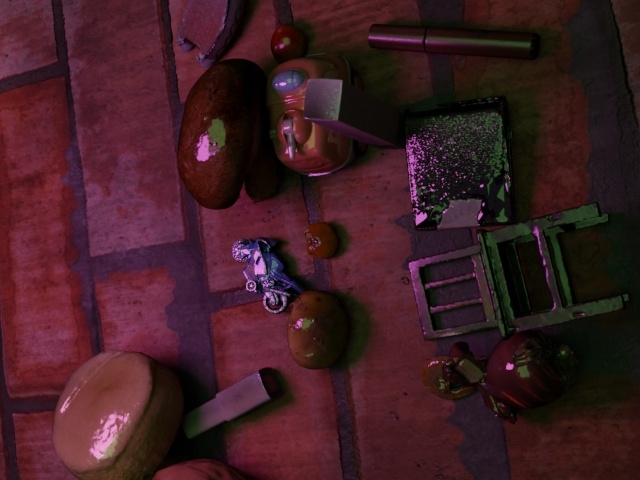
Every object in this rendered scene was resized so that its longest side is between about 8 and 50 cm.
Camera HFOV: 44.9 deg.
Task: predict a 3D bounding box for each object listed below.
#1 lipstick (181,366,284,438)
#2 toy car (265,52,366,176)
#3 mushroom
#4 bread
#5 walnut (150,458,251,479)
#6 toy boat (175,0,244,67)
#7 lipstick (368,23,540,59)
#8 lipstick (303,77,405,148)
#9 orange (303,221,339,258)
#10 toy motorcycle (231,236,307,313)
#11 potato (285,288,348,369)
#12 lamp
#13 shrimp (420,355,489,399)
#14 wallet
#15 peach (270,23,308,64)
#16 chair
[{"bbox_3d":[-0.209,0.382,1.800,0.253,0.079,0.077,-32,76,22],"label":"lipstick"},{"bbox_3d":[-0.025,-0.276,1.657,0.181,0.212,0.270,-5,86,25],"label":"toy car"},{"bbox_3d":[-0.207,-0.232,1.681,0.239,0.345,0.345,-13,81,-16],"label":"mushroom"},{"bbox_3d":[-0.461,0.420,1.801,0.320,0.237,0.320,-17,53,24],"label":"bread"},{"bbox_3d":[-0.265,0.667,1.689,0.384,0.383,0.383,-1,88,25],"label":"walnut"},{"bbox_3d":[-0.251,-0.533,1.855,0.155,0.085,0.227,43,117,29],"label":"toy boat"},{"bbox_3d":[0.272,-0.414,1.609,0.357,0.057,0.057,11,93,25],"label":"lipstick"},{"bbox_3d":[0.079,-0.241,1.520,0.076,0.371,0.079,8,92,24],"label":"lipstick"},{"bbox_3d":[0.000,0.000,1.722,0.086,0.062,0.086,-1,89,22],"label":"orange"},{"bbox_3d":[-0.120,0.067,1.774,0.114,0.076,0.205,-38,74,12],"label":"toy motorcycle"},{"bbox_3d":[-0.007,0.193,1.686,0.137,0.137,0.176,-10,86,25],"label":"potato"},{"bbox_3d":[0.369,0.251,1.481,0.215,0.151,0.223,44,99,-7],"label":"lamp"},{"bbox_3d":[0.286,0.282,1.590,0.162,0.045,0.095,-5,85,19],"label":"shrimp"},{"bbox_3d":[0.283,-0.154,1.594,0.221,0.071,0.262,-4,94,24],"label":"wallet"},{"bbox_3d":[-0.080,-0.451,1.771,0.098,0.061,0.098,0,89,18],"label":"peach"},{"bbox_3d":[0.342,0.077,1.462,0.416,0.240,0.203,-15,85,23],"label":"chair"}]
